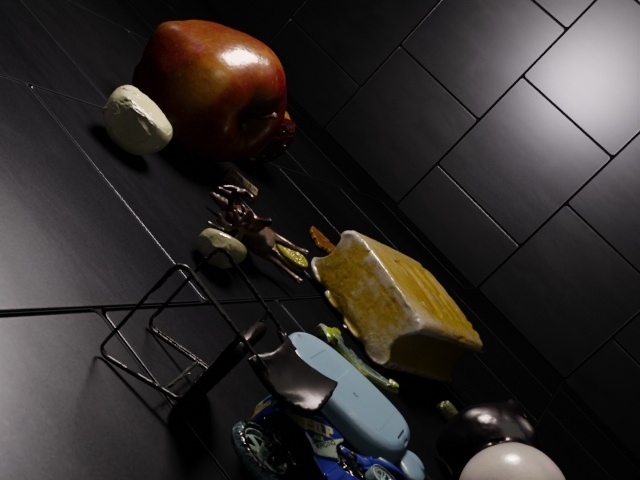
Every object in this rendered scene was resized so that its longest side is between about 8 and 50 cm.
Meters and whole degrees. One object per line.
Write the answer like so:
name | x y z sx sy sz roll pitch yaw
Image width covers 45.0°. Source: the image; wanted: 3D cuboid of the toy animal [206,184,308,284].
toy animal | -0.130 -0.017 1.407 0.260 0.087 0.243 37 -9 -34

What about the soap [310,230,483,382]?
soap | 0.166 0.146 1.653 0.335 0.156 0.293 24 28 -53

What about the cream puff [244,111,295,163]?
cream puff | -0.180 -0.298 1.952 0.239 0.165 0.239 38 11 -9

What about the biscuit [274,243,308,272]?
biscuit | -0.062 0.032 1.599 0.084 0.023 0.084 40 13 -11

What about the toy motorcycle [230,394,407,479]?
toy motorcycle | 0.009 0.266 0.907 0.315 0.113 0.169 37 12 -30

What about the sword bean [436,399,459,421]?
sword bean | 0.336 0.418 1.566 0.269 0.038 0.043 43 -12 -4

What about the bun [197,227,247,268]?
bun | -0.165 0.018 1.265 0.086 0.055 0.086 29 -12 7

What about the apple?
apple | -0.230 -0.311 1.627 0.316 0.288 0.288 38 11 20

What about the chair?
chair | -0.105 0.137 0.882 0.221 0.145 0.140 44 14 3

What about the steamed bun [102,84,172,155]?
steamed bun | -0.333 -0.208 1.387 0.130 0.091 0.112 43 17 -16

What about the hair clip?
hair clip | 0.065 0.215 1.390 0.188 0.033 0.060 41 11 1

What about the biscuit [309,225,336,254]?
biscuit | 0.000 0.000 1.893 0.092 0.016 0.082 49 19 26

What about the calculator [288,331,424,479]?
calculator | 0.055 0.258 1.209 0.302 0.042 0.188 43 12 10

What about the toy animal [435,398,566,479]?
toy animal | 0.308 0.393 1.280 0.187 0.165 0.235 35 18 -27

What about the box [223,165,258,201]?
box | -0.179 -0.127 1.738 0.083 0.024 0.053 39 14 -14
